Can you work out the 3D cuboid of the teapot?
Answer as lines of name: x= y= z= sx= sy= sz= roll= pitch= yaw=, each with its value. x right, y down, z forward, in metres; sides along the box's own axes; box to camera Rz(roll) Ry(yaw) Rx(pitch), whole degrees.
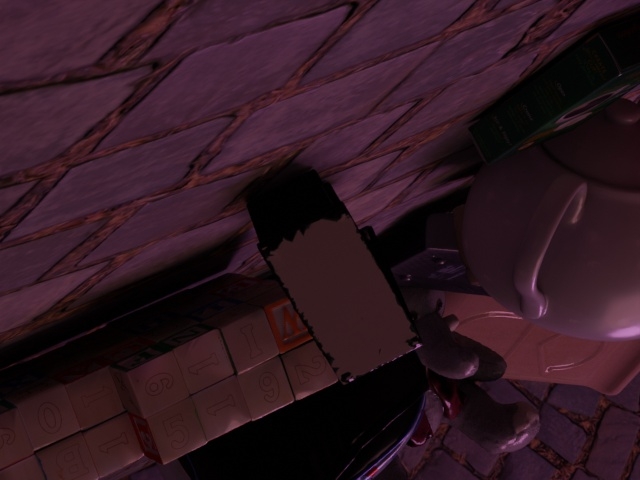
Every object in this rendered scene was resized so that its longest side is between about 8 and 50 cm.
teapot: x=0.252 y=-0.041 z=1.641 sx=0.252 sy=0.256 sz=0.187 roll=-2 pitch=128 yaw=-17

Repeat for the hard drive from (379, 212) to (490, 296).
hard drive: x=0.197 y=0.020 z=1.990 sx=0.254 sy=0.054 sz=0.172 roll=7 pitch=164 yaw=-22

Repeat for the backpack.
backpack: x=-0.021 y=0.162 z=1.865 sx=0.263 sy=0.277 sz=0.213 roll=-34 pitch=177 yaw=5

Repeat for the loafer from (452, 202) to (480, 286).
loafer: x=0.217 y=-0.049 z=1.851 sx=0.102 sy=0.092 sz=0.268 roll=-16 pitch=-163 yaw=35

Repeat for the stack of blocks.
stack of blocks: x=-0.158 y=0.127 z=1.516 sx=0.297 sy=0.087 sz=0.171 roll=-24 pitch=-166 yaw=-22

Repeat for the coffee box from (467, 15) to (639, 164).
coffee box: x=0.216 y=-0.128 z=1.473 sx=0.113 sy=0.040 sz=0.184 roll=-23 pitch=172 yaw=-35

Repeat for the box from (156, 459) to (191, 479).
box: x=-0.099 y=0.264 z=2.223 sx=0.126 sy=0.262 sz=0.231 roll=-22 pitch=172 yaw=-31

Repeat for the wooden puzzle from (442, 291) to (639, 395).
wooden puzzle: x=0.297 y=0.069 z=2.326 sx=0.347 sy=0.081 sz=0.322 roll=11 pitch=139 yaw=-20

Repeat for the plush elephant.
plush elephant: x=0.104 y=0.131 z=2.126 sx=0.271 sy=0.330 sz=0.255 roll=-26 pitch=152 yaw=-28

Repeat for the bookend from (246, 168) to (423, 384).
bookend: x=0.000 y=0.000 z=1.395 sx=0.072 sy=0.156 sz=0.157 roll=-27 pitch=-143 yaw=4
